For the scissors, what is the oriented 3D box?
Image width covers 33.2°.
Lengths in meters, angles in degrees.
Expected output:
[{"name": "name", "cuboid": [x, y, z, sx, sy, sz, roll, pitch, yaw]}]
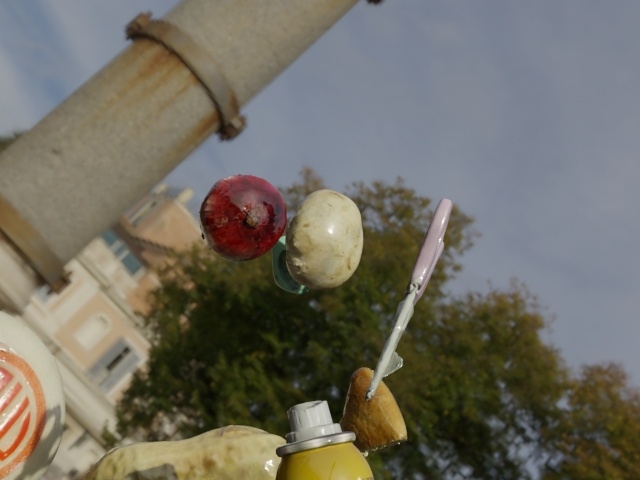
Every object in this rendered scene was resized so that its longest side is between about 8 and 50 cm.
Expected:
[{"name": "scissors", "cuboid": [0.076, 0.054, 0.901, 0.021, 0.212, 0.110, 18, -43, 7]}]

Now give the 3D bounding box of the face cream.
[{"name": "face cream", "cuboid": [0.021, 0.336, 1.077, 0.105, 0.105, 0.348, 132, -52, -71]}]

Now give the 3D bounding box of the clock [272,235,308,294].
[{"name": "clock", "cuboid": [-0.041, 0.053, 2.024, 0.135, 0.041, 0.101, 26, -57, 49]}]

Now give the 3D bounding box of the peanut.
[{"name": "peanut", "cuboid": [-0.161, 0.304, 1.367, 0.130, 0.290, 0.130, 173, -90, -89]}]

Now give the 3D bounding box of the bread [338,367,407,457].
[{"name": "bread", "cuboid": [0.080, 0.281, 1.635, 0.054, 0.154, 0.136, 14, 0, -41]}]

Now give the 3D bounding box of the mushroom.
[{"name": "mushroom", "cuboid": [0.000, 0.000, 1.755, 0.127, 0.166, 0.166, 4, -36, 21]}]

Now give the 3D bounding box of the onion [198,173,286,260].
[{"name": "onion", "cuboid": [-0.114, -0.034, 1.556, 0.131, 0.131, 0.131, 38, -20, 17]}]

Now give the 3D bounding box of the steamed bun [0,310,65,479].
[{"name": "steamed bun", "cuboid": [-0.465, 0.223, 1.399, 0.283, 0.283, 0.177, 50, -26, -16]}]
